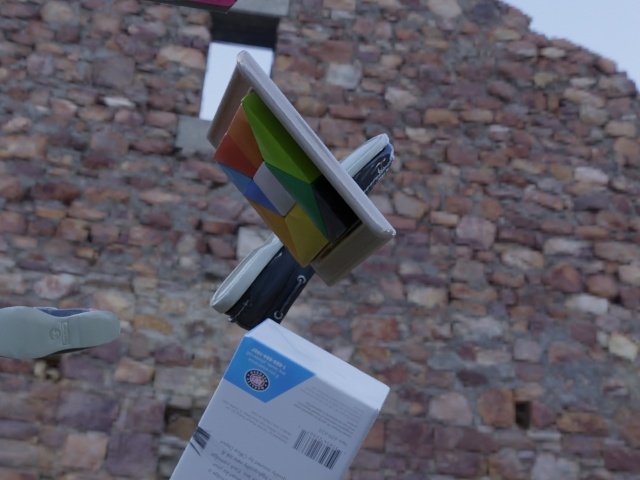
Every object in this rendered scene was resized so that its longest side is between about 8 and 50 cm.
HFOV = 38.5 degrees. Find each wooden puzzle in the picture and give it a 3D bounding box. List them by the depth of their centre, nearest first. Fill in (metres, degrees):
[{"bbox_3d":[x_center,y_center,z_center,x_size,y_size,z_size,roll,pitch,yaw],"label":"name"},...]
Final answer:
[{"bbox_3d":[-0.035,-0.057,0.929,0.221,0.044,0.239,50,-18,2],"label":"wooden puzzle"}]

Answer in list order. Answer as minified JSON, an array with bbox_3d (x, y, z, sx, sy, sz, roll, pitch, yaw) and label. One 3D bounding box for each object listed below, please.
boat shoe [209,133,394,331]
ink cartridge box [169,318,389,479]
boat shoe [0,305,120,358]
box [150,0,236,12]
[{"bbox_3d":[0.001,0.001,1.280,0.113,0.340,0.127,45,-11,-11],"label":"boat shoe"},{"bbox_3d":[-0.041,0.160,0.644,0.104,0.180,0.060,29,12,6],"label":"ink cartridge box"},{"bbox_3d":[-0.257,0.083,0.855,0.137,0.049,0.043,-1,-1,-36],"label":"boat shoe"},{"bbox_3d":[-0.182,-0.452,1.180,0.165,0.270,0.143,-1,-20,-37],"label":"box"}]
